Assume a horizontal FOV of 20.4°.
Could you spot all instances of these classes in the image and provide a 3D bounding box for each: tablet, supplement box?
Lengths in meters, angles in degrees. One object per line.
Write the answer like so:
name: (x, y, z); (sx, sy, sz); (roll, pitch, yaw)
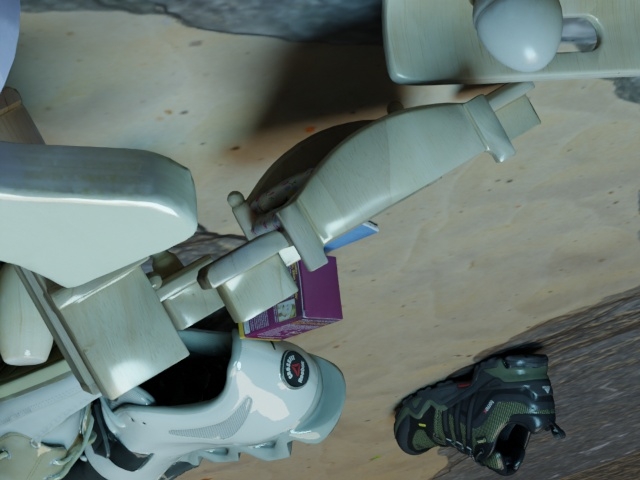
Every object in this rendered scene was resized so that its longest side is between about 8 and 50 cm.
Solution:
tablet: (0.000, 0.000, 1.406); (0.083, 0.006, 0.054); (-22, 159, 22)
supplement box: (-0.027, 0.046, 1.422); (0.043, 0.055, 0.083); (7, 162, -41)

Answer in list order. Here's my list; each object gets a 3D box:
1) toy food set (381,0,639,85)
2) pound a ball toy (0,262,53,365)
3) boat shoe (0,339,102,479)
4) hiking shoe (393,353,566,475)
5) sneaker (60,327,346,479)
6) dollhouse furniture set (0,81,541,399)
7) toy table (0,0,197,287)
toy food set: (0.186, -0.172, 0.941); (0.220, 0.092, 0.306); (-4, 159, -24)
pound a ball toy: (-0.363, 0.112, 1.274); (0.319, 0.135, 0.208); (-23, 158, 25)
boat shoe: (-0.229, 0.140, 1.431); (0.302, 0.103, 0.113); (-25, -166, 45)
hiking shoe: (0.163, 0.204, 1.907); (0.086, 0.114, 0.227); (3, 154, -39)
sneaker: (-0.151, 0.139, 1.552); (0.330, 0.122, 0.146); (-22, 139, 32)
dollhouse furniture set: (-0.021, -0.073, 1.032); (0.355, 0.174, 0.303); (-30, -177, -10)
toy table: (-0.192, -0.004, 0.711); (0.274, 0.252, 0.161); (-12, 148, 31)
